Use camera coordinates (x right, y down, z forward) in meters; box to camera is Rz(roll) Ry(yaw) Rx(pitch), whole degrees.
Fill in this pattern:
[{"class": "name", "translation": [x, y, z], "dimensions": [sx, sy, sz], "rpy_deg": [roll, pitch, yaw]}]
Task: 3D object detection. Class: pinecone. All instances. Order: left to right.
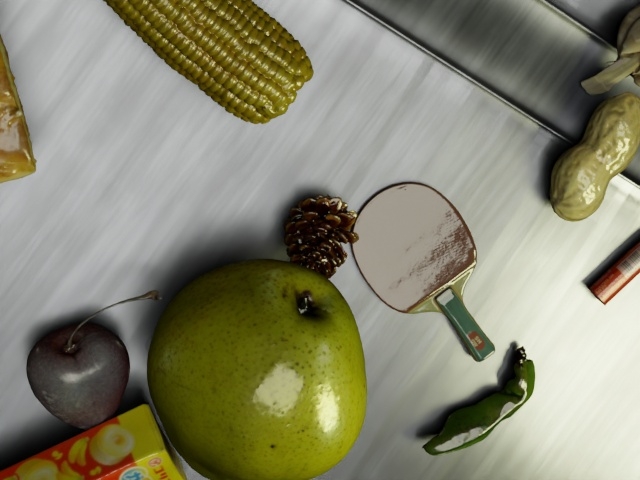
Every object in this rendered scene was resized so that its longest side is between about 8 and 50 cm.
[{"class": "pinecone", "translation": [-0.003, 0.001, 1.914], "dimensions": [0.102, 0.102, 0.109], "rpy_deg": [29, 61, -15]}]

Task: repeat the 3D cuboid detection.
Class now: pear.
[{"class": "pear", "translation": [-0.073, 0.164, 1.845], "dimensions": [0.294, 0.294, 0.294], "rpy_deg": [-2, 103, -10]}]

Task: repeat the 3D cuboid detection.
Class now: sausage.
[{"class": "sausage", "translation": [0.421, 0.033, 2.036], "dimensions": [0.129, 0.034, 0.034], "rpy_deg": [-44, 106, 0]}]

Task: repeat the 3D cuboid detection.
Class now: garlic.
[{"class": "garlic", "translation": [0.433, -0.240, 1.948], "dimensions": [0.194, 0.127, 0.131], "rpy_deg": [-39, 88, 26]}]

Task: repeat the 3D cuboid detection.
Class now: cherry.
[{"class": "cherry", "translation": [-0.272, 0.161, 1.891], "dimensions": [0.188, 0.115, 0.148], "rpy_deg": [-20, 92, -11]}]

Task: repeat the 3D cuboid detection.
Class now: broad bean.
[{"class": "broad bean", "translation": [0.225, 0.231, 2.035], "dimensions": [0.061, 0.046, 0.195], "rpy_deg": [45, 86, -5]}]

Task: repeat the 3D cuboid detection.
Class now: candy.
[{"class": "candy", "translation": [-0.312, 0.326, 1.899], "dimensions": [0.276, 0.088, 0.146], "rpy_deg": [-24, 139, -6]}]

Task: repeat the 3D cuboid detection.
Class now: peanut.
[{"class": "peanut", "translation": [0.363, -0.110, 1.967], "dimensions": [0.082, 0.082, 0.187], "rpy_deg": [34, 98, -16]}]

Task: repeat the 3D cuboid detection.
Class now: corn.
[{"class": "corn", "translation": [-0.162, -0.280, 1.808], "dimensions": [0.344, 0.131, 0.131], "rpy_deg": [42, 92, -15]}]

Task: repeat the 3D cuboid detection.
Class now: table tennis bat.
[{"class": "table tennis bat", "translation": [0.149, 0.048, 1.994], "dimensions": [0.154, 0.021, 0.274], "rpy_deg": [-35, 105, -2]}]

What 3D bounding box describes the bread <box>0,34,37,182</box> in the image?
[{"class": "bread", "translation": [-0.489, -0.181, 1.723], "dimensions": [0.279, 0.207, 0.279], "rpy_deg": [-13, 104, -7]}]
